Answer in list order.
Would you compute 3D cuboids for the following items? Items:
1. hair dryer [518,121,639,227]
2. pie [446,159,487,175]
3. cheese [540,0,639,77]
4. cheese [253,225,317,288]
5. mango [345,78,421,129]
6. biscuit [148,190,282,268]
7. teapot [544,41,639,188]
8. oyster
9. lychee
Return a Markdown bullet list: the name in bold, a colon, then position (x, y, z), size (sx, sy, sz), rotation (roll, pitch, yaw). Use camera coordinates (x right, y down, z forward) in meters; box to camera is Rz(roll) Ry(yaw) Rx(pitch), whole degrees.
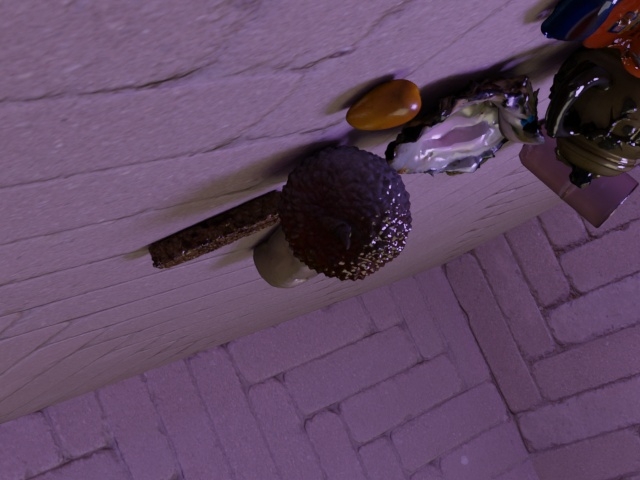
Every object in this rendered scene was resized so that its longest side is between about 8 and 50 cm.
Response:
- **hair dryer**: position (0.501, -0.204, 1.654), size (0.344, 0.189, 0.106), rotation (-52, 168, 24)
- **pie**: position (0.257, -0.134, 1.741), size (0.085, 0.017, 0.085), rotation (-23, 171, -4)
- **cheese**: position (0.392, -0.234, 1.085), size (0.329, 0.129, 0.217), rotation (1, 155, -28)
- **cheese**: position (0.001, 0.002, 1.621), size (0.159, 0.093, 0.263), rotation (-21, 171, -27)
- **mango**: position (0.064, -0.139, 1.048), size (0.089, 0.046, 0.060), rotation (-14, 177, 32)
- **biscuit**: position (-0.133, -0.012, 1.335), size (0.199, 0.034, 0.064), rotation (-24, 171, -1)
- **teapot**: position (0.361, -0.151, 1.281), size (0.269, 0.173, 0.183), rotation (-4, 125, -48)
- **oyster**: position (0.190, -0.145, 1.245), size (0.259, 0.092, 0.198), rotation (-6, 163, -33)
- **lychee**: position (0.028, -0.032, 1.196), size (0.165, 0.165, 0.197), rotation (-27, -172, 19)
